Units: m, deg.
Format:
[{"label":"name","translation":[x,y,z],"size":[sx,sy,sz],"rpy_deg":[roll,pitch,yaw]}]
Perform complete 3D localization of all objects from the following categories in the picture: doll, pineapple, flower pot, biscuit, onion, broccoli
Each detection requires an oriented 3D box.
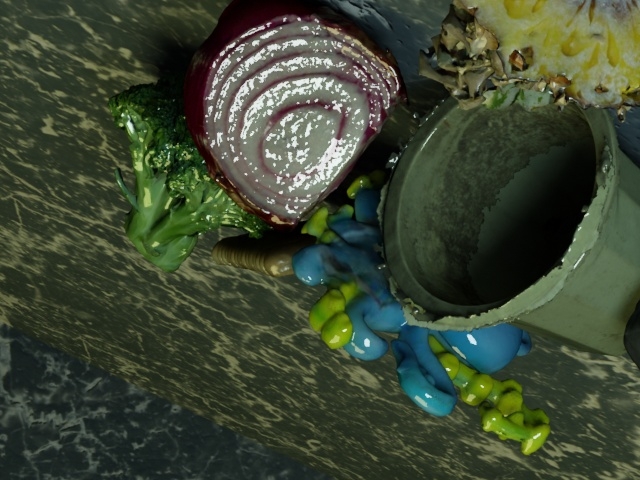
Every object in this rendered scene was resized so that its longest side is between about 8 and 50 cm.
[{"label":"doll","translation":[0.103,0.073,1.866],"size":[0.341,0.346,0.099],"rpy_deg":[19,127,-32]},{"label":"pineapple","translation":[0.176,-0.184,1.411],"size":[0.262,0.262,0.271],"rpy_deg":[28,162,-4]},{"label":"flower pot","translation":[0.232,-0.007,1.797],"size":[0.290,0.290,0.259],"rpy_deg":[6,164,44]},{"label":"biscuit","translation":[0.000,0.000,2.137],"size":[0.217,0.044,0.325],"rpy_deg":[-12,-175,-13]},{"label":"onion","translation":[-0.044,-0.141,1.863],"size":[0.206,0.216,0.207],"rpy_deg":[43,177,-2]},{"label":"broccoli","translation":[-0.142,-0.081,2.111],"size":[0.261,0.241,0.269],"rpy_deg":[28,-161,-48]}]

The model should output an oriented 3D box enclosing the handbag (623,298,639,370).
[{"label":"handbag","translation":[0.425,0.052,1.675],"size":[0.181,0.254,0.181],"rpy_deg":[48,159,-5]}]
